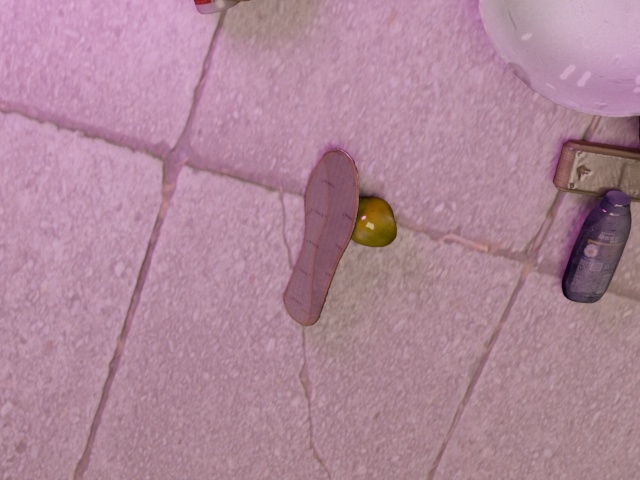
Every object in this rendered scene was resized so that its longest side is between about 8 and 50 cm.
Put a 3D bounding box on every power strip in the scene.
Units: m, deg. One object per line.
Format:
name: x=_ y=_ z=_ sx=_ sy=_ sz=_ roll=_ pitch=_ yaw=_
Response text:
power strip: x=0.604 y=-0.109 z=1.902 sx=0.388 sy=0.066 sz=0.092 roll=8 pitch=113 yaw=-5

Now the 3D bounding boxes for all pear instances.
pear: x=0.088 y=-0.028 z=1.887 sx=0.092 sy=0.092 sz=0.097 roll=-41 pitch=89 yaw=14

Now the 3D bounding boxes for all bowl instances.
bowl: x=0.468 y=-0.415 z=1.640 sx=0.435 sy=0.196 sz=0.434 roll=7 pitch=109 yaw=21

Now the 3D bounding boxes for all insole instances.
insole: x=0.000 y=0.000 z=1.899 sx=0.119 sy=0.009 sz=0.348 roll=33 pitch=121 yaw=29

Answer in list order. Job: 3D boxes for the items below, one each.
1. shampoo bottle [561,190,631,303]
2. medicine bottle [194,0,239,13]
shampoo bottle: x=0.496 y=0.014 z=1.924 sx=0.087 sy=0.049 sz=0.233 roll=4 pitch=131 yaw=-5
medicine bottle: x=-0.176 y=-0.431 z=1.683 sx=0.079 sy=0.079 sz=0.140 roll=-16 pitch=116 yaw=4
